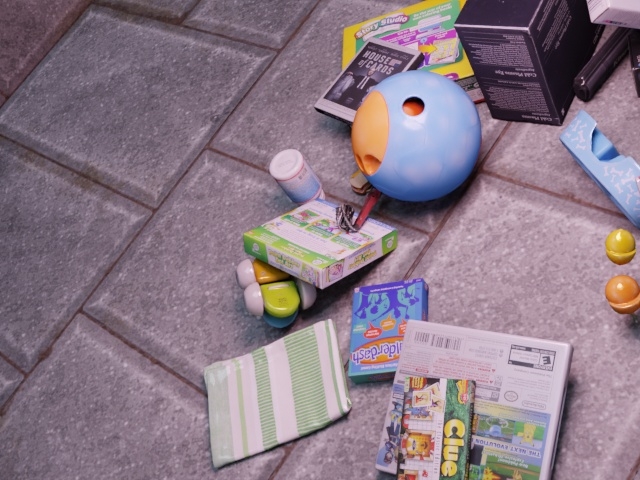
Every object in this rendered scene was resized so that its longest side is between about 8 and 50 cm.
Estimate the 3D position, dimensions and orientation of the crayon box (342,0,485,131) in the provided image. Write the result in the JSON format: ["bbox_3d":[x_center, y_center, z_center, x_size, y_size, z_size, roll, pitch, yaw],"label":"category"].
[{"bbox_3d":[0.235,-0.450,2.180,0.363,0.106,0.313,-13,51,22],"label":"crayon box"}]

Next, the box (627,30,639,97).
[{"bbox_3d":[0.755,-0.393,1.846,0.180,0.077,0.147,-10,39,24],"label":"box"}]

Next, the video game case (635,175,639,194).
[{"bbox_3d":[0.744,-0.066,1.574,0.285,0.204,0.025,-18,15,17],"label":"video game case"}]

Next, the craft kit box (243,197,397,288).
[{"bbox_3d":[0.000,0.000,1.943,0.250,0.061,0.247,24,35,39],"label":"craft kit box"}]

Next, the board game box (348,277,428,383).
[{"bbox_3d":[0.144,0.189,1.815,0.160,0.047,0.210,-11,55,22],"label":"board game box"}]

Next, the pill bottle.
[{"bbox_3d":[-0.051,-0.140,2.082,0.087,0.160,0.087,-15,52,20],"label":"pill bottle"}]

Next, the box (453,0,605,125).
[{"bbox_3d":[0.479,-0.489,1.932,0.179,0.312,0.343,13,64,36],"label":"box"}]

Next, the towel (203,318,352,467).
[{"bbox_3d":[-0.099,0.321,1.864,0.325,0.038,0.248,-23,50,13],"label":"towel"}]

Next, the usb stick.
[{"bbox_3d":[0.660,-0.428,1.946,0.045,0.077,0.278,34,78,34],"label":"usb stick"}]

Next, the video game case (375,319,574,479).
[{"bbox_3d":[0.281,0.314,1.615,0.329,0.036,0.300,6,75,32],"label":"video game case"}]

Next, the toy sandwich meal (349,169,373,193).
[{"bbox_3d":[0.108,-0.151,2.088,0.086,0.029,0.085,-15,52,20],"label":"toy sandwich meal"}]

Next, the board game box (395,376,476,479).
[{"bbox_3d":[0.209,0.382,1.593,0.136,0.030,0.259,-2,71,28],"label":"board game box"}]

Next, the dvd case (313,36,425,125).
[{"bbox_3d":[0.117,-0.383,2.108,0.179,0.029,0.238,29,77,42],"label":"dvd case"}]

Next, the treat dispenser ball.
[{"bbox_3d":[0.211,-0.228,1.913,0.288,0.288,0.288,-15,52,20],"label":"treat dispenser ball"}]

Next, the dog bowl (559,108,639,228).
[{"bbox_3d":[0.582,-0.139,1.734,0.074,0.166,0.297,-41,47,13],"label":"dog bowl"}]

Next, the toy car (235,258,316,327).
[{"bbox_3d":[-0.102,0.118,1.949,0.159,0.136,0.182,-8,44,-15],"label":"toy car"}]

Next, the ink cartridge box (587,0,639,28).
[{"bbox_3d":[0.680,-0.585,1.800,0.071,0.330,0.324,138,131,-61],"label":"ink cartridge box"}]

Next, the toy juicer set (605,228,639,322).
[{"bbox_3d":[0.630,0.007,1.571,0.209,0.089,0.329,22,90,15],"label":"toy juicer set"}]

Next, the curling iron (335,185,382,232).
[{"bbox_3d":[0.113,-0.108,1.990,0.035,0.068,0.274,-23,18,45],"label":"curling iron"}]
